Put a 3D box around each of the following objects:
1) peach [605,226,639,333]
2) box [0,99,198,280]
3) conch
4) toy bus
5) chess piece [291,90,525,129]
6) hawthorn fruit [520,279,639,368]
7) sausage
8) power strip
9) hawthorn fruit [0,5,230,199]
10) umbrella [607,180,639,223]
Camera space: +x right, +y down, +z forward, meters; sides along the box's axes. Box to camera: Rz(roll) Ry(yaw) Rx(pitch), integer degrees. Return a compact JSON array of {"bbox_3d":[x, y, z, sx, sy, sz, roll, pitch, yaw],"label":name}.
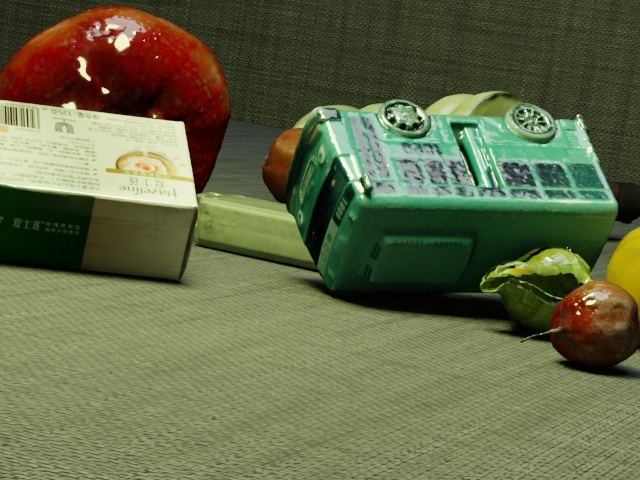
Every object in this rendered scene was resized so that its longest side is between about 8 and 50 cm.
[{"bbox_3d":[0.323,0.043,1.546,0.179,0.103,0.179,6,8,-1],"label":"peach"},{"bbox_3d":[-0.206,-0.044,1.515,0.199,0.081,0.135,5,33,-13],"label":"box"},{"bbox_3d":[0.184,0.039,1.509,0.089,0.074,0.121,0,-6,44],"label":"conch"},{"bbox_3d":[0.111,-0.031,1.585,0.256,0.128,0.147,1,45,-20],"label":"toy bus"},{"bbox_3d":[0.094,-0.101,2.282,0.330,0.182,0.182,7,4,43],"label":"chess piece"},{"bbox_3d":[0.190,0.062,1.368,0.103,0.067,0.067,1,10,-37],"label":"hawthorn fruit"},{"bbox_3d":[0.045,-0.060,2.132,0.102,0.102,0.330,3,7,-38],"label":"sausage"},{"bbox_3d":[0.000,0.000,1.727,0.272,0.052,0.078,11,7,27],"label":"power strip"},{"bbox_3d":[-0.219,-0.113,1.831,0.230,0.210,0.266,-8,-2,-22],"label":"hawthorn fruit"},{"bbox_3d":[0.298,-0.050,2.414,0.326,0.094,0.090,2,-36,-34],"label":"umbrella"}]
